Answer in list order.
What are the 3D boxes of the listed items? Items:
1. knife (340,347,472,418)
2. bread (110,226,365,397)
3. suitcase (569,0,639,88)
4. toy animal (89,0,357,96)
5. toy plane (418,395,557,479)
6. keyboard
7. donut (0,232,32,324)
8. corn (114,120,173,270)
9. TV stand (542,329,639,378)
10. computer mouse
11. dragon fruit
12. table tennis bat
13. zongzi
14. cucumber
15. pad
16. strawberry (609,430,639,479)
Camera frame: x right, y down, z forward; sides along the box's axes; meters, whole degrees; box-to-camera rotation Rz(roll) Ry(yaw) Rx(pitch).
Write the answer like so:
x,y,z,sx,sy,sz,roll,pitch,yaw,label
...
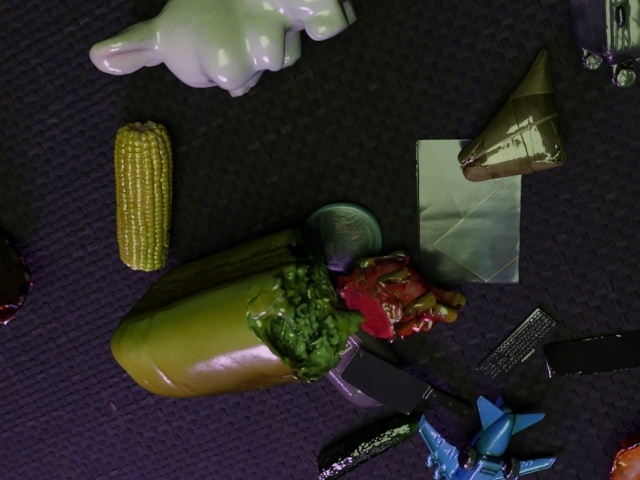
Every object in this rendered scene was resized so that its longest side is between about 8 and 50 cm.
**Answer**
x,y,z,sx,sy,sz,roll,pitch,yaw,label
0.144,0.254,1.578,0.245,0.019,0.072,28,105,-19,knife
-0.132,0.128,1.462,0.377,0.251,0.208,-14,111,32,bread
0.400,-0.369,1.229,0.128,0.202,0.312,-9,109,2,suitcase
-0.140,-0.331,1.345,0.368,0.196,0.241,-29,97,17,toy animal
0.266,0.380,1.604,0.254,0.105,0.271,17,111,-14,toy plane
0.325,0.176,1.559,0.053,0.010,0.155,37,113,-7,keyboard
-0.608,0.055,1.544,0.270,0.269,0.103,35,124,-5,donut
-0.283,-0.069,1.524,0.093,0.093,0.244,6,113,8,corn
0.489,0.176,1.514,0.257,0.040,0.049,-10,109,13,TV stand
0.037,0.177,1.583,0.120,0.057,0.232,-40,103,14,computer mouse
0.128,0.093,1.501,0.208,0.133,0.150,5,69,-5,dragon fruit
0.000,0.000,1.536,0.201,0.033,0.124,-7,113,8,table tennis bat
0.271,-0.180,1.393,0.160,0.078,0.176,-12,100,7,zongzi
0.081,0.359,1.651,0.215,0.052,0.058,-33,95,20,cucumber
0.234,-0.043,1.492,0.164,0.004,0.243,0,111,10,pad
0.552,0.372,1.562,0.146,0.082,0.187,39,119,-1,strawberry
